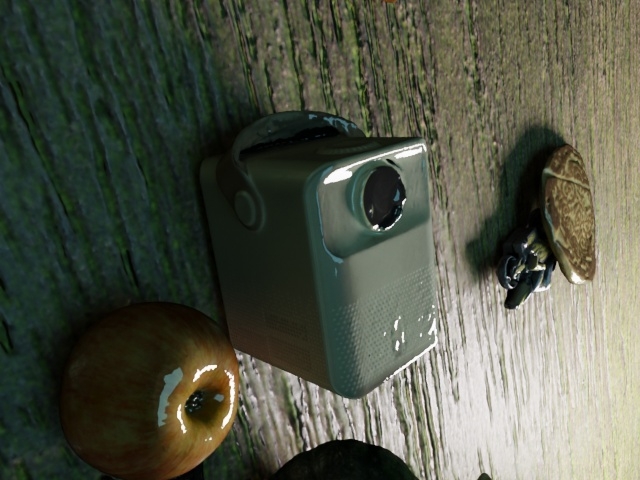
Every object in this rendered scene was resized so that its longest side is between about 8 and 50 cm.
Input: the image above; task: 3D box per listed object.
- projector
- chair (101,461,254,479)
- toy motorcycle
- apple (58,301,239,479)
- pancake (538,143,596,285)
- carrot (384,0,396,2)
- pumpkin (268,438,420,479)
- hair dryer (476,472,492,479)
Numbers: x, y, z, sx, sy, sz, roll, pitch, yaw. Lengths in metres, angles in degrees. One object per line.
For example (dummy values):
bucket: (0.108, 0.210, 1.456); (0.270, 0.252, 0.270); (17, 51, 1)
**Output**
projector: (0.000, 0.000, 0.552); (0.163, 0.177, 0.242); (-20, 110, -40)
chair: (-0.132, 0.323, 0.537); (0.113, 0.106, 0.229); (-8, 104, -40)
toy motorcycle: (0.339, 0.040, 0.948); (0.193, 0.061, 0.124); (-44, 118, -38)
apple: (-0.135, 0.121, 0.479); (0.146, 0.131, 0.146); (-4, 96, -46)
pancake: (0.431, -0.044, 1.000); (0.250, 0.031, 0.250); (11, 76, -49)
carrot: (0.022, -0.333, 0.608); (0.216, 0.048, 0.048); (37, 72, -35)
pumpkin: (0.026, 0.322, 0.620); (0.152, 0.211, 0.212); (32, 72, -76)
hair dryer: (0.097, 0.434, 0.727); (0.296, 0.119, 0.298); (-35, 143, -21)
